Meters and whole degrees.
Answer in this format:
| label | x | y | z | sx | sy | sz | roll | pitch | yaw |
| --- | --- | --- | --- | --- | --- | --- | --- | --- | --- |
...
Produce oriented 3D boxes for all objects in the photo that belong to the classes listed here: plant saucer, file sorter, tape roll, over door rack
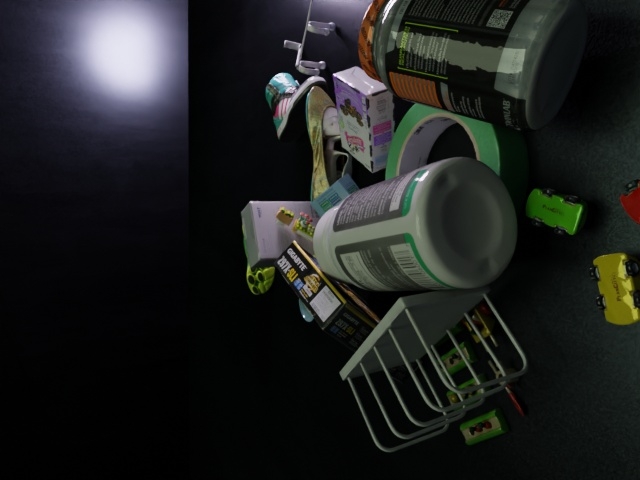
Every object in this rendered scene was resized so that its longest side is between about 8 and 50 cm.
| label | x | y | z | sx | sy | sz | roll | pitch | yaw |
| --- | --- | --- | --- | --- | --- | --- | --- | --- | --- |
| plant saucer | -0.033 | 0.200 | 1.565 | 0.119 | 0.021 | 0.119 | 6 | 97 | 62 |
| file sorter | 0.196 | 0.231 | 0.870 | 0.173 | 0.193 | 0.277 | 64 | 146 | 31 |
| tape roll | 0.251 | -0.126 | 0.959 | 0.321 | 0.077 | 0.321 | 8 | 99 | 60 |
| over door rack | -0.017 | -0.633 | 1.403 | 0.324 | 0.108 | 0.239 | -108 | 29 | -54 |

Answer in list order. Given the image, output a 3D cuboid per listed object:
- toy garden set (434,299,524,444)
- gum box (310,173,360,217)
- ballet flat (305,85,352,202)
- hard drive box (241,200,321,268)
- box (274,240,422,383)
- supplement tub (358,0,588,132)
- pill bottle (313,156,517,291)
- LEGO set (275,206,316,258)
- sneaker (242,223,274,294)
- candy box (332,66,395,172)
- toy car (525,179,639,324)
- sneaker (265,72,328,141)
| label | x | y | z | sx | sy | sz | roll | pitch | yaw |
| --- | --- | --- | --- | --- | --- | --- | --- | --- | --- |
| toy garden set | 0.290 | 0.250 | 0.942 | 0.203 | 0.049 | 0.244 | -55 | 46 | 48 |
| gum box | 0.074 | -0.057 | 1.233 | 0.184 | 0.041 | 0.157 | 52 | 147 | -3 |
| ballet flat | 0.033 | -0.252 | 1.333 | 0.123 | 0.123 | 0.348 | -1 | 91 | 62 |
| hard drive box | -0.102 | -0.020 | 1.454 | 0.089 | 0.232 | 0.181 | -36 | 60 | 57 |
| box | 0.062 | 0.162 | 1.101 | 0.079 | 0.322 | 0.257 | -48 | 39 | 1 |
| supplement tub | 0.227 | -0.303 | 0.779 | 0.316 | 0.194 | 0.193 | 29 | 119 | 35 |
| pill bottle | 0.142 | -0.011 | 0.874 | 0.361 | 0.204 | 0.204 | -11 | 82 | 61 |
| LEGO set | 0.000 | 0.000 | 1.373 | 0.287 | 0.132 | 0.107 | 58 | 140 | 7 |
| sneaker | -0.235 | 0.057 | 1.868 | 0.123 | 0.110 | 0.295 | 154 | 111 | -84 |
| candy box | 0.105 | -0.285 | 1.151 | 0.165 | 0.070 | 0.196 | 51 | 158 | 47 |
| toy car | 0.404 | -0.025 | 0.709 | 0.225 | 0.053 | 0.238 | 40 | 125 | 54 |
| sneaker | -0.081 | -0.454 | 1.507 | 0.295 | 0.124 | 0.178 | -41 | 66 | 57 |
